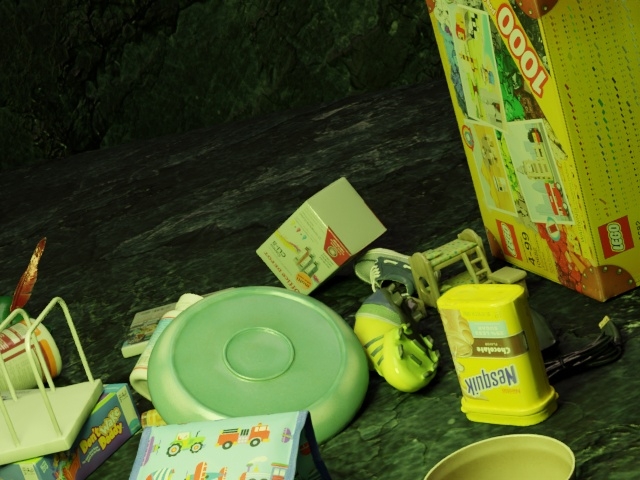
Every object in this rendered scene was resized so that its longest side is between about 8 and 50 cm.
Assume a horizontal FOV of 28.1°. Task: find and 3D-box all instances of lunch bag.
[{"bbox_3d":[-0.128,0.344,1.468,0.221,0.138,0.293,-9,29,19],"label":"lunch bag"}]

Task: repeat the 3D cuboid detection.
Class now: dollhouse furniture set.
[{"bbox_3d":[0.206,0.068,2.025,0.182,0.101,0.161,-25,18,-23],"label":"dollhouse furniture set"}]

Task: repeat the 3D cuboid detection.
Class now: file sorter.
[{"bbox_3d":[-0.493,0.214,1.857,0.277,0.173,0.193,-14,17,10],"label":"file sorter"}]

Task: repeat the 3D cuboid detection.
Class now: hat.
[{"bbox_3d":[-0.639,0.126,2.532,0.173,0.184,0.208,-6,20,34],"label":"hat"}]

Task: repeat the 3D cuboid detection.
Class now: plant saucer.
[{"bbox_3d":[-0.088,0.171,1.814,0.317,0.044,0.318,2,43,-2],"label":"plant saucer"}]

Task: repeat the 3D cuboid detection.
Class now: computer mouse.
[{"bbox_3d":[0.317,0.123,1.813,0.184,0.060,0.262,-18,17,0],"label":"computer mouse"}]

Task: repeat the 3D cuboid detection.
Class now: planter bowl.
[{"bbox_3d":[0.195,0.288,1.322,0.162,0.109,0.162,-15,17,5],"label":"planter bowl"}]

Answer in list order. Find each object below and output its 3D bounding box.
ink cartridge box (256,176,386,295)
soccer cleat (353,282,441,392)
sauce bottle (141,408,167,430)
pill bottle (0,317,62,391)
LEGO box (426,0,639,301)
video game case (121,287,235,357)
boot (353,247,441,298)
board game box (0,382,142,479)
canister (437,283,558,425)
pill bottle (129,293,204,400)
[{"bbox_3d":[0.000,0.000,2.292,0.127,0.128,0.176,-36,-6,-47],"label":"ink cartridge box"},{"bbox_3d":[0.102,0.164,1.896,0.121,0.093,0.289,-45,17,13],"label":"soccer cleat"},{"bbox_3d":[-0.204,0.263,1.914,0.128,0.042,0.042,-15,17,9],"label":"sauce bottle"},{"bbox_3d":[-0.575,0.234,2.236,0.221,0.121,0.121,-28,20,-33],"label":"pill bottle"},{"bbox_3d":[0.375,-0.200,2.020,0.193,0.500,0.372,-21,17,-15],"label":"LEGO box"},{"bbox_3d":[-0.257,0.150,2.361,0.201,0.023,0.183,-15,17,5],"label":"video game case"},{"bbox_3d":[0.109,0.059,2.201,0.190,0.069,0.086,2,19,46],"label":"boot"},{"bbox_3d":[-0.481,0.315,1.957,0.347,0.078,0.233,-7,19,30],"label":"board game box"},{"bbox_3d":[0.225,0.145,1.642,0.126,0.170,0.073,-2,22,42],"label":"canister"},{"bbox_3d":[-0.215,0.162,1.919,0.087,0.087,0.160,-3,49,39],"label":"pill bottle"}]
